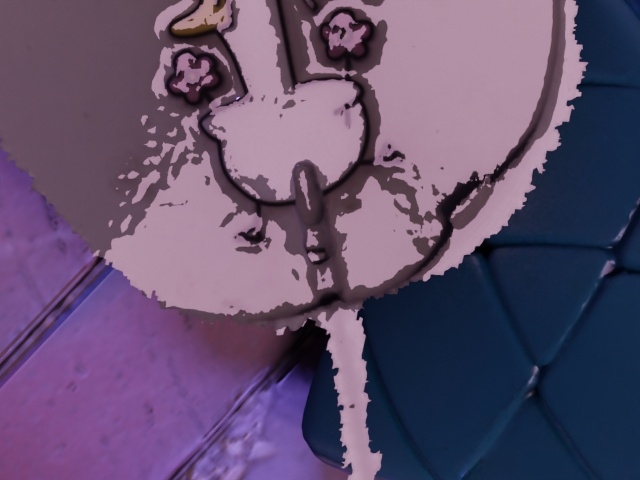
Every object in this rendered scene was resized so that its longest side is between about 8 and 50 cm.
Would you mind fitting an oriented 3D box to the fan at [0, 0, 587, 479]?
[{"bbox_3d":[0.000,0.000,0.703,0.233,0.012,0.415,-10,99,-12],"label":"fan"}]

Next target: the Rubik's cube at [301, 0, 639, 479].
[{"bbox_3d":[0.111,0.056,0.774,0.254,0.254,0.254,-16,122,-28],"label":"Rubik's cube"}]
